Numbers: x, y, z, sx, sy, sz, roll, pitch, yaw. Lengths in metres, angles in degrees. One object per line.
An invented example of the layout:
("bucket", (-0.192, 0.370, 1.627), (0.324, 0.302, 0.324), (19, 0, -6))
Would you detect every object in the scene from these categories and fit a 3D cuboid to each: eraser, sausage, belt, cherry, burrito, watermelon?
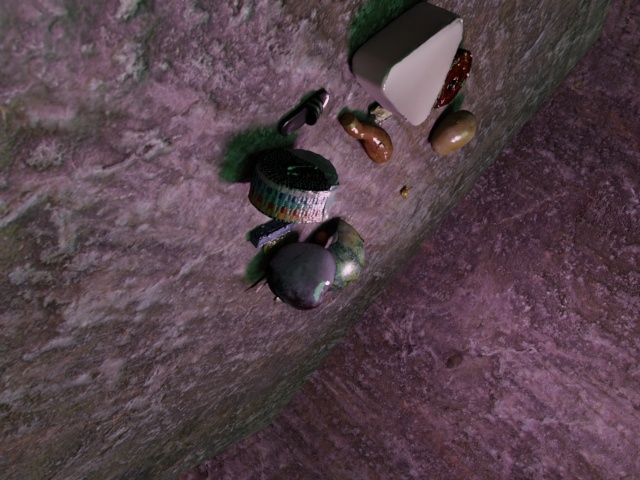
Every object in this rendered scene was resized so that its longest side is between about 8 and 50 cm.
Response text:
("eraser", (0.270, -0.529, 1.310), (0.331, 0.150, 0.331), (-33, 148, -24))
("sausage", (0.000, 0.000, 1.872), (0.054, 0.059, 0.094), (-17, 151, -21))
("belt", (-0.070, -0.155, 1.258), (0.257, 0.207, 0.150), (-7, 138, -36))
("cherry", (-0.062, 0.131, 1.698), (0.255, 0.296, 0.218), (-65, -162, 5))
("burrito", (0.257, -0.475, 1.523), (0.229, 0.063, 0.058), (-40, 167, -13))
("watermelon", (0.077, 0.078, 1.900), (0.180, 0.224, 0.305), (-11, -134, 47))

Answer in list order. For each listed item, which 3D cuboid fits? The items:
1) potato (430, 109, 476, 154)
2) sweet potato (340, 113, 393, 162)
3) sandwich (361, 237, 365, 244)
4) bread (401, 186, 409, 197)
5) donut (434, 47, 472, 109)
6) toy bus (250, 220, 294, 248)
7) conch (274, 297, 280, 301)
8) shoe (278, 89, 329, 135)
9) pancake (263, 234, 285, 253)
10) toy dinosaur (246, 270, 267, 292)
("potato", (0.601, -0.486, 2.050), (0.177, 0.160, 0.235), (18, 137, -26))
("sweet potato", (0.179, -0.345, 1.547), (0.109, 0.109, 0.385), (-51, 158, 8))
("sandwich", (0.179, 0.042, 2.325), (0.104, 0.035, 0.093), (-35, 157, -28))
("bread", (0.434, -0.245, 2.316), (0.049, 0.033, 0.088), (-63, 162, 1))
("donut", (0.458, -0.598, 1.657), (0.235, 0.089, 0.235), (-41, 158, -20))
("toy bus", (-0.161, -0.033, 1.522), (0.165, 0.047, 0.065), (-29, 157, -36))
("conch", (-0.091, 0.258, 2.089), (0.137, 0.114, 0.234), (-61, 153, -1))
("shoe", (-0.033, -0.335, 1.228), (0.179, 0.049, 0.071), (-41, 159, -17))
("pancake", (-0.165, 0.009, 1.627), (0.108, 0.017, 0.108), (-39, 161, -16))
("toy dinosaur", (-0.206, 0.153, 1.785), (0.220, 0.032, 0.108), (-21, 152, -32))
